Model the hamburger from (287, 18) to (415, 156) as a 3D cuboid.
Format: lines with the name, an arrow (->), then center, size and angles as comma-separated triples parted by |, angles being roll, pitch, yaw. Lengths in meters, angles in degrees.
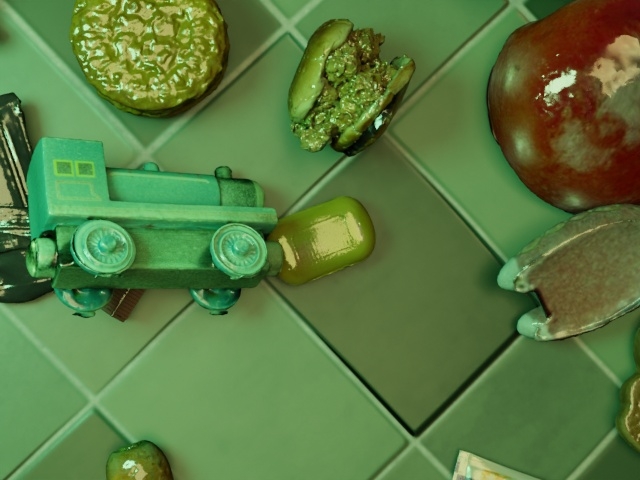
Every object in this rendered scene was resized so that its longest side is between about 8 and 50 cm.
hamburger -> 0.021, -0.178, 1.212 | 0.131, 0.159, 0.184 | 31, 63, -9

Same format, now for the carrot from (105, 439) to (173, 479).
carrot -> -0.176, 0.382, 1.203 | 0.078, 0.078, 0.298 | -24, 95, -8

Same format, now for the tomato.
tomato -> 0.395, -0.185, 1.256 | 0.335, 0.176, 0.289 | -19, 93, -10

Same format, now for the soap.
soap -> 0.000, 0.000, 1.255 | 0.140, 0.045, 0.088 | -21, 93, -9

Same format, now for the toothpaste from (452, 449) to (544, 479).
toothpaste -> 0.318, 0.350, 1.279 | 0.315, 0.058, 0.056 | 17, 129, -3

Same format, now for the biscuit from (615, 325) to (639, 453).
biscuit -> 0.504, 0.145, 1.316 | 0.184, 0.047, 0.319 | 19, 85, -9

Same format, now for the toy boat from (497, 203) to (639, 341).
toy boat -> 0.339, 0.031, 1.277 | 0.227, 0.085, 0.155 | -27, 115, 2

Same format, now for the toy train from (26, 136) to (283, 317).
toy train -> -0.192, -0.019, 1.163 | 0.298, 0.120, 0.194 | 2, 59, -28

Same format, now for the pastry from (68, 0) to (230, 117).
pastry -> -0.204, -0.239, 1.210 | 0.189, 0.103, 0.188 | 0, 87, -7

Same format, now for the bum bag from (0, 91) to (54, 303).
bum bag -> -0.378, -0.048, 1.199 | 0.123, 0.060, 0.248 | -20, 92, -9

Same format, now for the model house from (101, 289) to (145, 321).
model house -> -0.239, 0.051, 1.213 | 0.057, 0.058, 0.083 | 34, 83, -5
